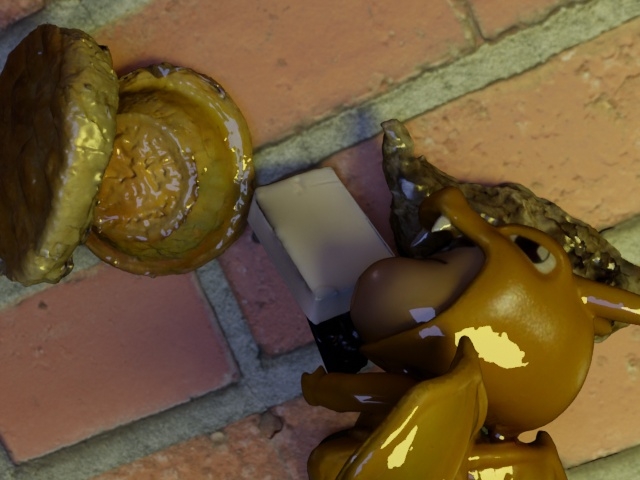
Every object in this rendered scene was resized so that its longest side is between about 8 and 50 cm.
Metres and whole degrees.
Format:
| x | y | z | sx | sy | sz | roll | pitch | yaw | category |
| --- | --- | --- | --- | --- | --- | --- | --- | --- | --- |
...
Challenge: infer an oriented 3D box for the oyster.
| x | y | z | sx | sy | sz | roll | pitch | yaw | category |
| --- | --- | --- | --- | --- | --- | --- | --- | --- | --- |
| 0.203 | 0.027 | 0.965 | 0.396 | 0.111 | 0.204 | 30 | 107 | -2 | oyster |

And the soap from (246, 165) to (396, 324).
| x | y | z | sx | sy | sz | roll | pitch | yaw | category |
| --- | --- | --- | --- | --- | --- | --- | --- | --- | --- |
| 0.000 | 0.000 | 0.943 | 0.122 | 0.063 | 0.183 | -20 | 57 | -21 | soap |

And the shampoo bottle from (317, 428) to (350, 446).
| x | y | z | sx | sy | sz | roll | pitch | yaw | category |
| --- | --- | --- | --- | --- | --- | --- | --- | --- | --- |
| 0.063 | 0.404 | 1.059 | 0.101 | 0.101 | 0.283 | -7 | 100 | 10 | shampoo bottle |

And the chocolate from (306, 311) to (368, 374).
| x | y | z | sx | sy | sz | roll | pitch | yaw | category |
| --- | --- | --- | --- | --- | --- | --- | --- | --- | --- |
| 0.049 | 0.091 | 0.987 | 0.133 | 0.156 | 0.156 | -23 | 97 | -3 | chocolate |

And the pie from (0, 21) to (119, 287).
| x | y | z | sx | sy | sz | roll | pitch | yaw | category |
| --- | --- | --- | --- | --- | --- | --- | --- | --- | --- |
| -0.340 | -0.106 | 0.945 | 0.340 | 0.083 | 0.339 | -11 | 76 | 50 | pie |

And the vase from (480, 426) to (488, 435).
| x | y | z | sx | sy | sz | roll | pitch | yaw | category |
| --- | --- | --- | --- | --- | --- | --- | --- | --- | --- |
| 0.184 | 0.200 | 1.022 | 0.059 | 0.059 | 0.166 | -19 | 97 | 12 | vase |

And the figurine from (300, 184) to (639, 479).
| x | y | z | sx | sy | sz | roll | pitch | yaw | category |
| --- | --- | --- | --- | --- | --- | --- | --- | --- | --- |
| 0.152 | 0.177 | 0.811 | 0.401 | 0.268 | 0.387 | 43 | 74 | -31 | figurine |

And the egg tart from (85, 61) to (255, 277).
| x | y | z | sx | sy | sz | roll | pitch | yaw | category |
| --- | --- | --- | --- | --- | --- | --- | --- | --- | --- |
| -0.216 | -0.086 | 1.004 | 0.289 | 0.118 | 0.288 | 1 | 97 | 8 | egg tart |
